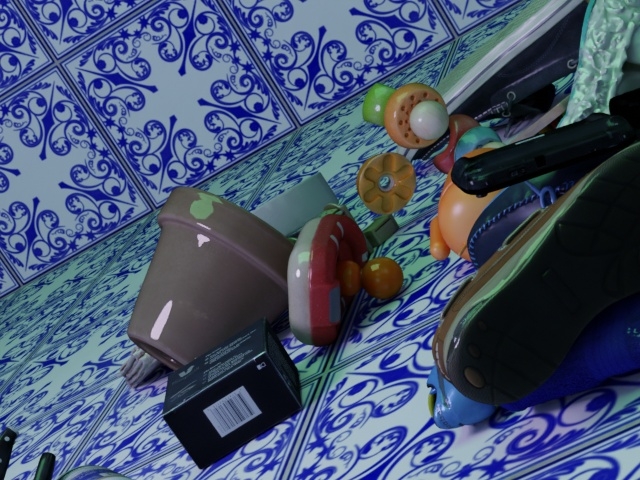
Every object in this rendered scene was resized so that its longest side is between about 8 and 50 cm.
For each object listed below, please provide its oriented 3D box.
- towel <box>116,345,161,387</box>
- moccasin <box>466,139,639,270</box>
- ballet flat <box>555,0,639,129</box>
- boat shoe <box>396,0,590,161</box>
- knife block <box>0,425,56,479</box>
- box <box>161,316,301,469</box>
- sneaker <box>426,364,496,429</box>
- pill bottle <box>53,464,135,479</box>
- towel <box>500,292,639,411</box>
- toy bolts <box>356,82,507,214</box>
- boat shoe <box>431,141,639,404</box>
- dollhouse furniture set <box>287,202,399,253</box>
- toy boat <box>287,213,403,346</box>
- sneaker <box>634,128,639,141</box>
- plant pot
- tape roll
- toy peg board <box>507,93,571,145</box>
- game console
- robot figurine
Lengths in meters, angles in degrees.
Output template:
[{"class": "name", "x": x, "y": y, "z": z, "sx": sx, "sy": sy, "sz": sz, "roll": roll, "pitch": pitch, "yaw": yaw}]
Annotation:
[{"class": "towel", "x": -0.209, "y": 0.130, "z": 2.267, "sx": 0.282, "sy": 0.049, "sz": 0.187, "roll": -38, "pitch": -4, "yaw": -27}, {"class": "moccasin", "x": 0.312, "y": -0.041, "z": 1.550, "sx": 0.342, "sy": 0.137, "sz": 0.117, "roll": -28, "pitch": 18, "yaw": 25}, {"class": "ballet flat", "x": 0.379, "y": -0.171, "z": 1.742, "sx": 0.147, "sy": 0.147, "sz": 0.409, "roll": -18, "pitch": 42, "yaw": 49}, {"class": "boat shoe", "x": 0.324, "y": -0.269, "z": 2.381, "sx": 0.500, "sy": 0.156, "sz": 0.187, "roll": -38, "pitch": 12, "yaw": 33}, {"class": "knife block", "x": -0.368, "y": 0.348, "z": 1.545, "sx": 0.276, "sy": 0.088, "sz": 0.242, "roll": -142, "pitch": 71, "yaw": -78}, {"class": "box", "x": -0.113, "y": 0.194, "z": 1.782, "sx": 0.156, "sy": 0.093, "sz": 0.158, "roll": -32, "pitch": 13, "yaw": 5}, {"class": "sneaker", "x": 0.139, "y": 0.136, "z": 1.443, "sx": 0.082, "sy": 0.069, "sz": 0.209, "roll": -34, "pitch": 12, "yaw": 10}, {"class": "pill bottle", "x": -0.263, "y": 0.322, "z": 1.617, "sx": 0.112, "sy": 0.112, "sz": 0.187, "roll": -37, "pitch": 13, "yaw": -21}, {"class": "towel", "x": 0.321, "y": 0.057, "z": 1.314, "sx": 0.308, "sy": 0.076, "sz": 0.227, "roll": -23, "pitch": 22, "yaw": 34}, {"class": "toy bolts", "x": 0.185, "y": -0.125, "z": 2.151, "sx": 0.228, "sy": 0.218, "sz": 0.158, "roll": 10, "pitch": 10, "yaw": -27}, {"class": "boat shoe", "x": 0.224, "y": 0.015, "z": 1.282, "sx": 0.324, "sy": 0.122, "sz": 0.120, "roll": -39, "pitch": 15, "yaw": -11}, {"class": "dollhouse furniture set", "x": 0.000, "y": 0.000, "z": 2.233, "sx": 0.161, "sy": 0.101, "sz": 0.182, "roll": -17, "pitch": 20, "yaw": 51}, {"class": "toy boat", "x": 0.041, "y": 0.051, "z": 1.927, "sx": 0.151, "sy": 0.151, "sz": 0.231, "roll": 1, "pitch": 20, "yaw": 7}, {"class": "sneaker", "x": 0.442, "y": -0.196, "z": 1.914, "sx": 0.130, "sy": 0.109, "sz": 0.286, "roll": -36, "pitch": 9, "yaw": 14}, {"class": "plant pot", "x": -0.168, "y": 0.083, "z": 2.061, "sx": 0.229, "sy": 0.263, "sz": 0.263, "roll": -59, "pitch": 19, "yaw": -14}, {"class": "tape roll", "x": -0.145, "y": 0.006, "z": 2.483, "sx": 0.392, "sy": 0.072, "sz": 0.392, "roll": -33, "pitch": 1, "yaw": 0}, {"class": "toy peg board", "x": 0.392, "y": -0.183, "z": 2.085, "sx": 0.161, "sy": 0.079, "sz": 0.160, "roll": -37, "pitch": -2, "yaw": -28}, {"class": "game console", "x": 0.317, "y": -0.123, "z": 1.543, "sx": 0.361, "sy": 0.044, "sz": 0.213, "roll": -18, "pitch": 9, "yaw": -5}, {"class": "robot figurine", "x": 0.218, "y": -0.044, "z": 1.815, "sx": 0.158, "sy": 0.128, "sz": 0.219, "roll": -1, "pitch": 19, "yaw": 11}]
